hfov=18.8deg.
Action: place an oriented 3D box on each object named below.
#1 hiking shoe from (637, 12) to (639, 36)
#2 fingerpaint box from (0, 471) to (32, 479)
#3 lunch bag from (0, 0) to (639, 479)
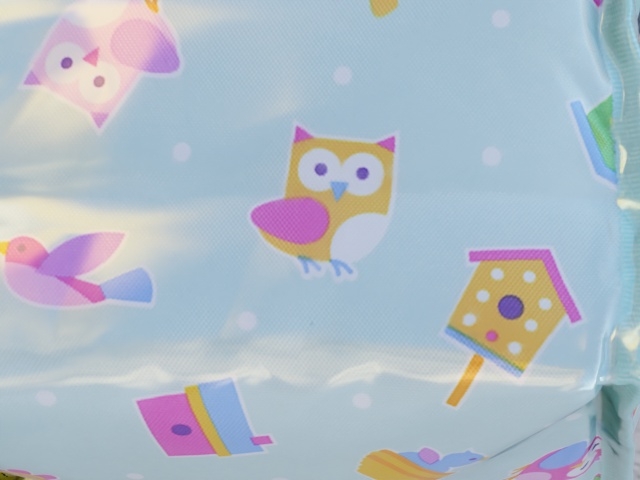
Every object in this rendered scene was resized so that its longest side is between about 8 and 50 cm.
[{"bbox_3d":[0.068,-0.179,1.204,0.304,0.132,0.113,21,87,-39],"label":"hiking shoe"},{"bbox_3d":[-0.298,0.039,1.168,0.444,0.371,0.163,-12,47,-26],"label":"fingerpaint box"},{"bbox_3d":[-0.005,0.011,0.615,0.223,0.262,0.160,-1,76,7],"label":"lunch bag"}]
